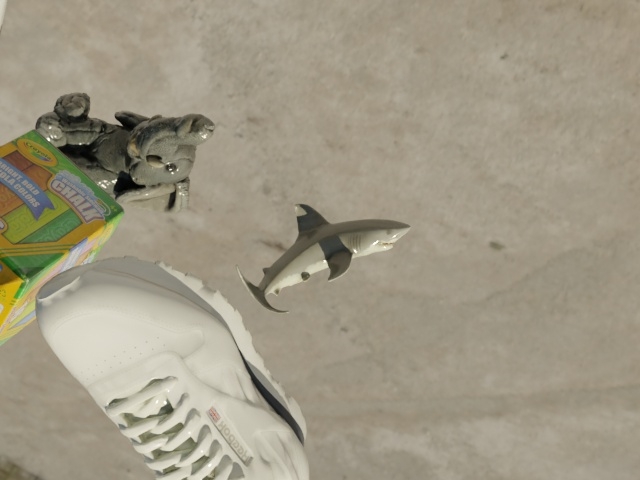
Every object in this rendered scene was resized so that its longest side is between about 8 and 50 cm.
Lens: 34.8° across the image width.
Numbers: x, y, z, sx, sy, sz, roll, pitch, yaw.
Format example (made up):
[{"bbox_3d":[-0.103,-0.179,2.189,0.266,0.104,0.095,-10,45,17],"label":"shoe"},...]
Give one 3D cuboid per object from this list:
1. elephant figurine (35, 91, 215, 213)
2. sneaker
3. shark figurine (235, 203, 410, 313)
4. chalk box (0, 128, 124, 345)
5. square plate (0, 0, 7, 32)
[{"bbox_3d":[-0.228,-0.103,1.303,0.240,0.186,0.169,-1,117,8],"label":"elephant figurine"},{"bbox_3d":[-0.074,0.101,0.586,0.090,0.094,0.235,-24,131,21],"label":"sneaker"},{"bbox_3d":[-0.028,0.009,1.480,0.166,0.278,0.116,-2,111,58],"label":"shark figurine"},{"bbox_3d":[-0.297,-0.010,1.022,0.132,0.213,0.132,40,125,1],"label":"chalk box"},{"bbox_3d":[-0.441,-0.201,0.922,0.049,0.344,0.347,39,120,39],"label":"square plate"}]
